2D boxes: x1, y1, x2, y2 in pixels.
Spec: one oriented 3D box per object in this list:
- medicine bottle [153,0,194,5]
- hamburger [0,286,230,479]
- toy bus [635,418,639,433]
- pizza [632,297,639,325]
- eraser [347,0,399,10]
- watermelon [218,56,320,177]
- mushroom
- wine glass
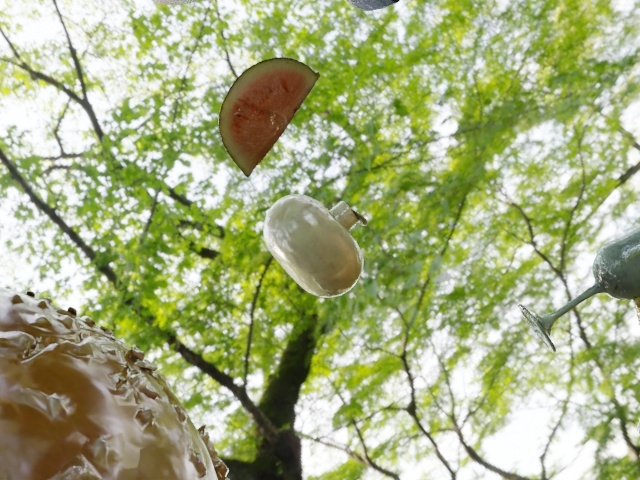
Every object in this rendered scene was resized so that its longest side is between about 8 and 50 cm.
[{"bbox_3d":[-0.201,-0.485,0.954,0.255,0.325,0.256,-2,-83,-19],"label":"medicine bottle"},{"bbox_3d":[-0.215,0.155,0.397,0.287,0.445,0.269,-33,-46,-62],"label":"hamburger"},{"bbox_3d":[0.468,0.043,0.755,0.093,0.092,0.409,29,-99,-59],"label":"toy bus"},{"bbox_3d":[0.570,0.102,0.858,0.226,0.335,0.086,-19,-77,-41],"label":"pizza"},{"bbox_3d":[0.043,-0.663,1.528,0.332,0.155,0.102,24,-102,-39],"label":"eraser"},{"bbox_3d":[-0.081,-0.176,0.853,0.087,0.069,0.163,35,-78,-14],"label":"watermelon"},{"bbox_3d":[0.000,0.000,1.374,0.202,0.246,0.246,-41,-32,-13],"label":"mushroom"},{"bbox_3d":[0.355,0.057,0.833,0.195,0.079,0.079,-35,-33,5],"label":"wine glass"}]
